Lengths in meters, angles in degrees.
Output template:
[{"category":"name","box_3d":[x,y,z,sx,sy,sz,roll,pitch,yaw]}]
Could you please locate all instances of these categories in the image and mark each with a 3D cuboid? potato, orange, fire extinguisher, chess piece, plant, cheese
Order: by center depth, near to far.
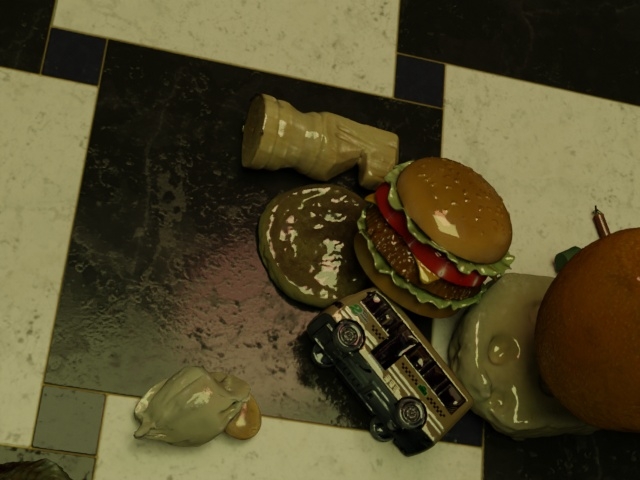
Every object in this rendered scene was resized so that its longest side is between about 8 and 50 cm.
[{"category":"orange","box_3d":[0.507,0.147,1.732,0.322,0.357,0.322,15,59,-27]},{"category":"potato","box_3d":[-0.132,0.286,1.787,0.068,0.062,0.083,-2,87,-44]},{"category":"cheese","box_3d":[0.388,0.215,1.931,0.318,0.115,0.326,-40,83,-25]},{"category":"chess piece","box_3d":[0.010,-0.173,1.983,0.301,0.137,0.137,9,67,-22]},{"category":"plant","box_3d":[0.497,0.034,2.069,0.102,0.051,0.051,-10,72,-30]},{"category":"fire extinguisher","box_3d":[0.551,-0.028,2.119,0.022,0.028,0.083,-17,74,4]}]

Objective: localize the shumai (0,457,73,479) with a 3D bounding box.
[{"category":"shumai","box_3d":[-0.426,0.521,1.503,0.395,0.395,0.348,-46,112,-25]}]

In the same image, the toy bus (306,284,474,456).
[{"category":"toy bus","box_3d":[0.117,0.213,1.843,0.157,0.139,0.289,-36,84,-28]}]

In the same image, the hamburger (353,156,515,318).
[{"category":"hamburger","box_3d":[0.206,-0.021,1.856,0.274,0.212,0.274,23,34,-17]}]

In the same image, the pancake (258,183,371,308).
[{"category":"pancake","box_3d":[0.000,0.000,1.940,0.242,0.050,0.242,6,67,-14]}]

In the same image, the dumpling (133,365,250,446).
[{"category":"dumpling","box_3d":[-0.213,0.261,1.748,0.199,0.118,0.136,-19,38,-16]}]
